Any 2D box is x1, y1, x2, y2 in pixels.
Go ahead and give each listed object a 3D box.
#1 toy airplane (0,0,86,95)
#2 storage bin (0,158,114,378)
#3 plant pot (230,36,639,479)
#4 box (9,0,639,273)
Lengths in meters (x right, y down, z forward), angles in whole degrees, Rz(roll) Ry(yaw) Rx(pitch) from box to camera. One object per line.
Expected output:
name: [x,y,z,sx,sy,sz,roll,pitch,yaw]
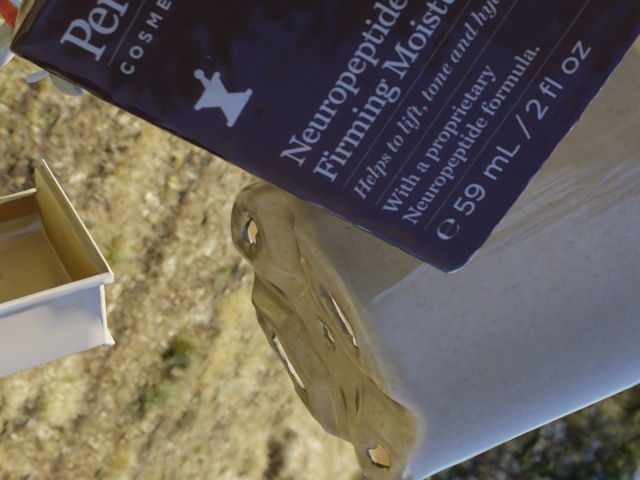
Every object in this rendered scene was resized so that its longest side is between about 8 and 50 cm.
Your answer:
toy airplane: [-0.475,-0.364,1.709,0.272,0.386,0.384,-31,174,19]
storage bin: [-0.410,0.041,1.325,0.262,0.260,0.123,-18,136,-23]
plant pot: [0.119,-0.001,0.776,0.306,0.334,0.333,-27,149,-18]
box: [0.005,-0.125,0.473,0.168,0.203,0.167,-56,-157,20]
